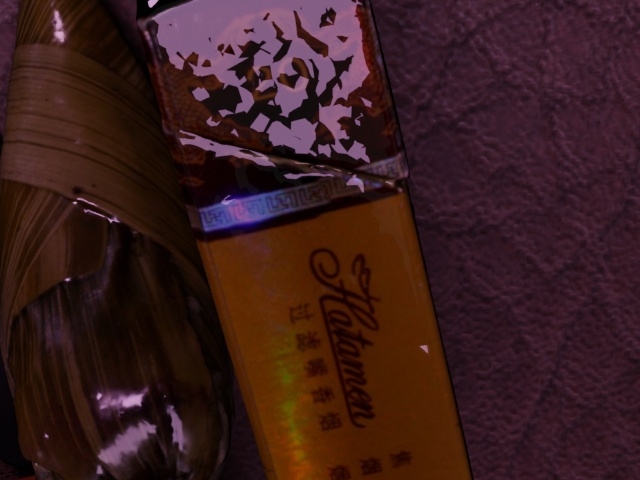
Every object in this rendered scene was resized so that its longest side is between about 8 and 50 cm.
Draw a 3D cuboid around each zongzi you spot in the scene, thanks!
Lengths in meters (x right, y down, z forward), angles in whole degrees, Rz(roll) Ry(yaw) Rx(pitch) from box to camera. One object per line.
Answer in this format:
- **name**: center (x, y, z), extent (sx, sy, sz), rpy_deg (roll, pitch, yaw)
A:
- **zongzi**: center (-0.124, -0.012, 0.997), extent (0.134, 0.286, 0.288), rpy_deg (-10, 110, -5)

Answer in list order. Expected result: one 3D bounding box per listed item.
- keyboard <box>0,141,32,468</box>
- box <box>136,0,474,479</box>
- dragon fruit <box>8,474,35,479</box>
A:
- **keyboard**: center (-0.212, 0.031, 1.153), extent (0.106, 0.016, 0.262), rpy_deg (-21, 116, 6)
- **box**: center (-0.001, 0.000, 1.018), extent (0.116, 0.264, 0.415), rpy_deg (-12, 116, 3)
- **dragon fruit**: center (-0.163, 0.264, 1.096), extent (0.305, 0.226, 0.305), rpy_deg (-2, 104, -8)
